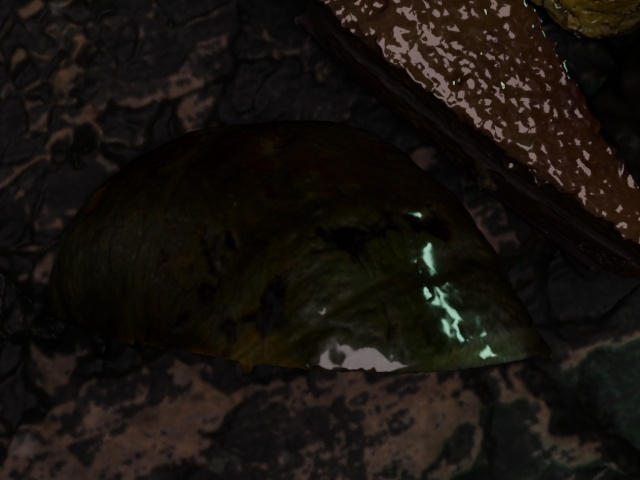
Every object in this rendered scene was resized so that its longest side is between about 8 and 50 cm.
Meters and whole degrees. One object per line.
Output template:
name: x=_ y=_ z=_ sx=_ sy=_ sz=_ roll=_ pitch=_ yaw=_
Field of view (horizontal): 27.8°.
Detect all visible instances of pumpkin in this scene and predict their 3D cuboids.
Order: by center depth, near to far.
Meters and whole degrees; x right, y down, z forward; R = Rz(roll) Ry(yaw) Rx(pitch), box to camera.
pumpkin: x=0.000 y=0.000 z=0.771 sx=0.312 sy=0.169 sz=0.148 roll=0 pitch=93 yaw=-16

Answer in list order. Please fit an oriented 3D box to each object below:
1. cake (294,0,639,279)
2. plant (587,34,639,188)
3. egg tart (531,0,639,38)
cake: x=0.121 y=-0.086 z=0.832 sx=0.295 sy=0.116 sz=0.113 roll=45 pitch=80 yaw=-11
plant: x=0.320 y=-0.102 z=0.845 sx=0.276 sy=0.199 sz=0.188 roll=-40 pitch=111 yaw=-20
egg tart: x=0.192 y=-0.200 z=0.885 sx=0.130 sy=0.052 sz=0.130 roll=0 pitch=91 yaw=-19
